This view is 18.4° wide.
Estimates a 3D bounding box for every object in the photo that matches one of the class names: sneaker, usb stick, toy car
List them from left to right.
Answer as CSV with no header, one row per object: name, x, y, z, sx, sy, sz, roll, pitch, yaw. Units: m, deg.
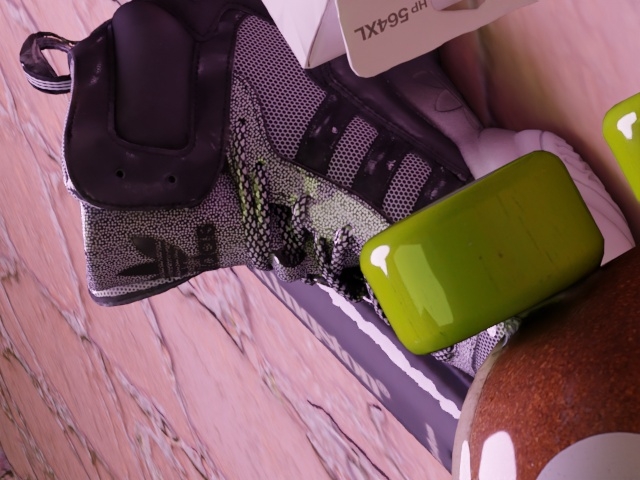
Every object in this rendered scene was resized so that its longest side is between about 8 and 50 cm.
sneaker,0.000,0.000,0.681,0.269,0.153,0.101,55,161,29
usb stick,0.007,0.016,0.828,0.278,0.045,0.077,44,155,35
toy car,0.124,0.026,0.396,0.155,0.149,0.188,62,152,0

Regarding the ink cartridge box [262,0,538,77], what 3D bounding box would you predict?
ink cartridge box,0.015,-0.127,0.560,0.143,0.092,0.090,59,162,14
